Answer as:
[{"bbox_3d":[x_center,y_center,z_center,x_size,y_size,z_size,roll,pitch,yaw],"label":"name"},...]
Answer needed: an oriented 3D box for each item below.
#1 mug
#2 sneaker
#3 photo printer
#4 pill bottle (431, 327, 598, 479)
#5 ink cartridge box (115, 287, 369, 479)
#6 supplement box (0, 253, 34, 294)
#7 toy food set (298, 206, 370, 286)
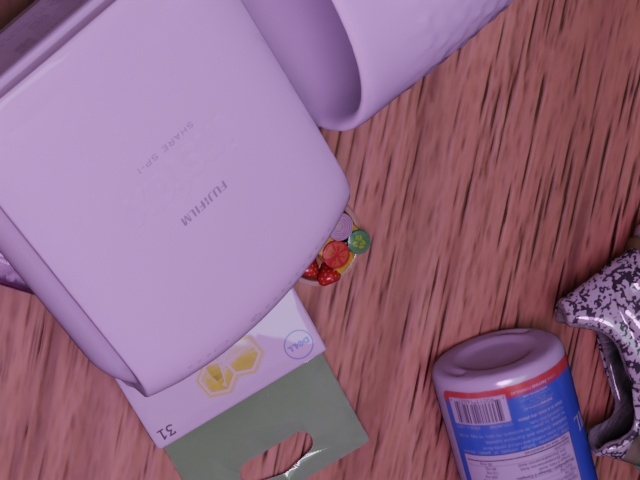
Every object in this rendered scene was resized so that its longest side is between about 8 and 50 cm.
[{"bbox_3d":[0.031,-0.324,1.132,0.328,0.276,0.374,-39,78,-16],"label":"mug"},{"bbox_3d":[0.339,0.179,1.371,0.182,0.158,0.410,-27,99,-7],"label":"sneaker"},{"bbox_3d":[-0.123,-0.049,1.085,0.256,0.107,0.307,-44,126,-18],"label":"photo printer"},{"bbox_3d":[0.186,0.202,1.324,0.124,0.124,0.221,-20,106,-15],"label":"pill bottle"},{"bbox_3d":[-0.072,0.129,1.255,0.171,0.056,0.235,-30,106,-6],"label":"ink cartridge box"},{"bbox_3d":[-0.228,-0.060,1.151,0.081,0.104,0.188,20,92,-20],"label":"supplement box"},{"bbox_3d":[0.000,0.000,1.282,0.083,0.020,0.082,42,84,-19],"label":"toy food set"}]
